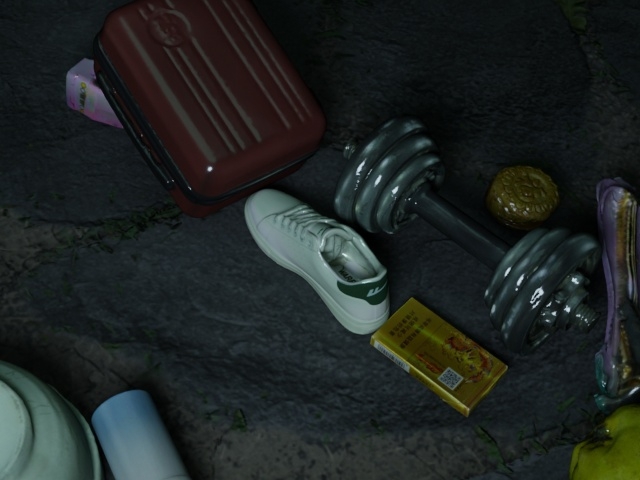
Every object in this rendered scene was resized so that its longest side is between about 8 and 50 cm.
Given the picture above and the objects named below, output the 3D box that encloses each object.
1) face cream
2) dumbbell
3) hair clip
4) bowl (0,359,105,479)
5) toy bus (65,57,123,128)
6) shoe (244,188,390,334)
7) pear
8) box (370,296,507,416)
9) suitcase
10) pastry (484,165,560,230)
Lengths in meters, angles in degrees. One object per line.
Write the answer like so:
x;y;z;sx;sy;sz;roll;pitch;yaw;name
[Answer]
-0.173;0.284;1.130;0.077;0.077;0.250;-20;57;-19;face cream
0.185;-0.013;1.331;0.406;0.179;0.179;38;58;24;dumbbell
0.404;0.067;1.338;0.110;0.096;0.359;8;50;1;hair clip
-0.386;0.248;1.096;0.307;0.163;0.307;4;49;-4;bowl
-0.261;-0.284;1.562;0.112;0.090;0.274;32;57;9;toy bus
0.000;0.000;1.349;0.095;0.110;0.265;-34;64;-26;shoe
0.391;0.286;1.093;0.269;0.212;0.212;36;56;2;pear
0.149;0.144;1.302;0.156;0.022;0.089;35;58;20;box
-0.154;-0.199;1.413;0.236;0.161;0.297;-28;79;-28;suitcase
0.282;-0.061;1.455;0.097;0.057;0.109;-14;56;-22;pastry
